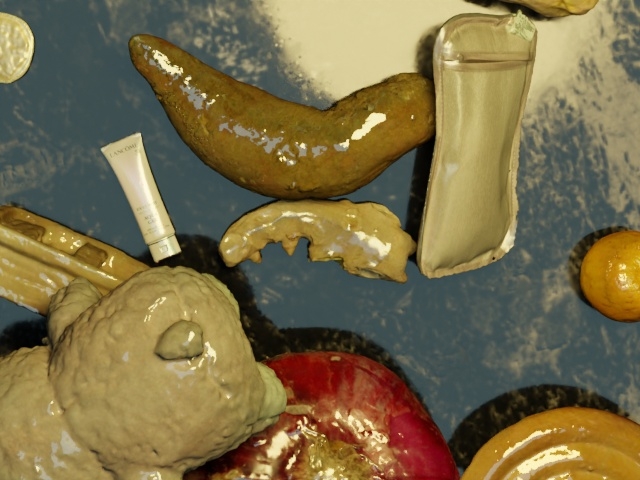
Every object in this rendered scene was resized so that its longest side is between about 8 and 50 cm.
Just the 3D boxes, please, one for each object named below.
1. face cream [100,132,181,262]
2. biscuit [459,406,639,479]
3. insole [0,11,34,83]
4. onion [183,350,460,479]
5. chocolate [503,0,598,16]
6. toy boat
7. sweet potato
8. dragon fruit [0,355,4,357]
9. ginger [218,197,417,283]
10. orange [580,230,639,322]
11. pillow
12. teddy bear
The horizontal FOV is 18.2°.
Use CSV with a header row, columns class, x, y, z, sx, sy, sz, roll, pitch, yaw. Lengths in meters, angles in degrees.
class,x,y,z,sx,sy,sz,roll,pitch,yaw
face cream,-0.156,-0.037,1.757,0.038,0.020,0.115,-22,91,1
biscuit,0.242,0.223,1.722,0.224,0.033,0.144,33,91,-10
insole,-0.374,-0.183,1.746,0.247,0.011,0.081,9,93,-2
onion,-0.008,0.217,1.691,0.246,0.190,0.246,2,68,-5
chocolate,0.114,-0.299,1.693,0.309,0.134,0.134,33,92,-1
toy boat,-0.207,0.036,1.715,0.188,0.116,0.061,23,97,0
sweet potato,-0.018,-0.096,1.720,0.310,0.098,0.124,7,86,-4
dragon fruit,-0.360,0.228,1.688,0.211,0.134,0.262,6,95,-22
ginger,-0.001,-0.004,1.752,0.173,0.051,0.069,6,88,3
orange,0.269,0.032,1.748,0.083,0.070,0.083,1,85,-15
pillow,0.135,-0.083,1.715,0.130,0.038,0.233,-9,111,-45
teddy bear,-0.168,0.136,1.592,0.267,0.151,0.236,-37,66,18
